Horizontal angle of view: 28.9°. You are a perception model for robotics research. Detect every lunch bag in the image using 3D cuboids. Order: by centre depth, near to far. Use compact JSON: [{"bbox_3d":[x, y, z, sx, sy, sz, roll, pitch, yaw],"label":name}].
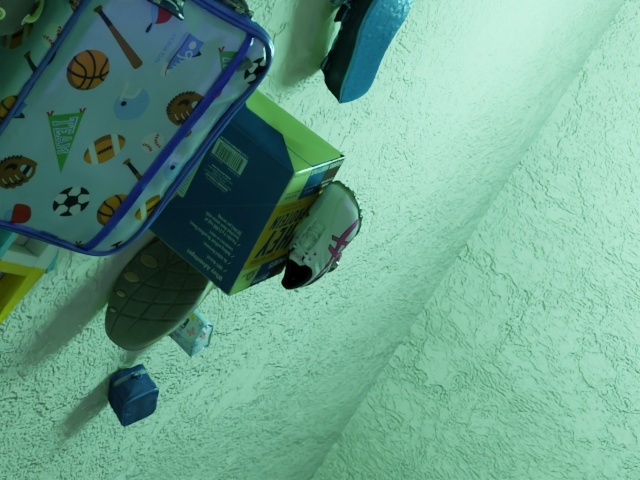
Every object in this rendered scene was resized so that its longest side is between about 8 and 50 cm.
[{"bbox_3d":[-0.190,-0.133,1.139,0.303,0.115,0.243,-49,139,15],"label":"lunch bag"},{"bbox_3d":[-0.306,0.245,2.007,0.067,0.065,0.098,-21,149,-30],"label":"lunch bag"},{"bbox_3d":[-0.214,0.139,2.016,0.053,0.071,0.083,-33,157,-36],"label":"lunch bag"}]

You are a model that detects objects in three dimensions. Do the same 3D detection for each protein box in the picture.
[{"bbox_3d":[-0.115,-0.076,1.636,0.136,0.200,0.201,-23,147,-57],"label":"protein box"}]

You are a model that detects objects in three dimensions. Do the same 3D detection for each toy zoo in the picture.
[{"bbox_3d":[-0.383,0.014,1.430,0.192,0.030,0.293,-54,162,4],"label":"toy zoo"}]

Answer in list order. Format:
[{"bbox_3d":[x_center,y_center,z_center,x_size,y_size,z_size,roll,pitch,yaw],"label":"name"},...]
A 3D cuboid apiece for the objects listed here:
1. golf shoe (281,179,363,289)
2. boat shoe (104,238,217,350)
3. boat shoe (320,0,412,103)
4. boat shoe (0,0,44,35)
[{"bbox_3d":[0.000,0.000,1.627,0.086,0.067,0.186,-39,160,-39],"label":"golf shoe"},{"bbox_3d":[-0.184,0.035,1.820,0.324,0.123,0.116,-48,164,-7],"label":"boat shoe"},{"bbox_3d":[0.051,-0.312,1.790,0.109,0.089,0.258,-15,146,-42],"label":"boat shoe"},{"bbox_3d":[-0.283,-0.208,1.012,0.305,0.109,0.091,-36,134,9],"label":"boat shoe"}]
